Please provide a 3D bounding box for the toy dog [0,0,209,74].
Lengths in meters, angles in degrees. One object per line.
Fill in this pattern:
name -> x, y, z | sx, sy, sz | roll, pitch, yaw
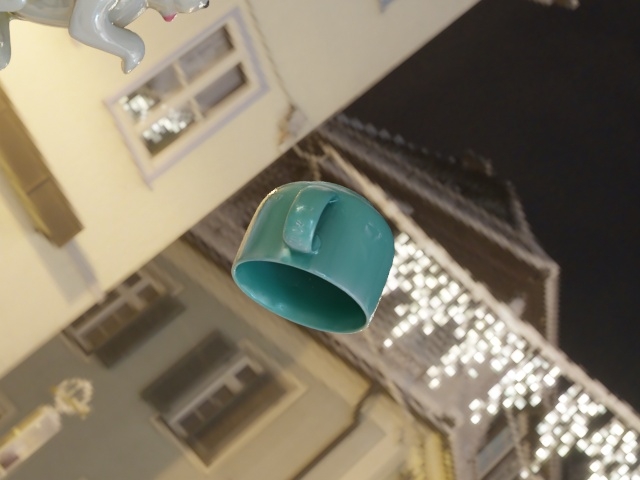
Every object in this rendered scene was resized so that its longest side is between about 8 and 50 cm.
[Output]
toy dog -> -0.351, -0.445, 1.908 | 0.284, 0.408, 0.395 | 139, -55, -86

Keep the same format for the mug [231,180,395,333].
mug -> 0.005, 0.005, 1.049 | 0.129, 0.097, 0.158 | 31, -25, -18
